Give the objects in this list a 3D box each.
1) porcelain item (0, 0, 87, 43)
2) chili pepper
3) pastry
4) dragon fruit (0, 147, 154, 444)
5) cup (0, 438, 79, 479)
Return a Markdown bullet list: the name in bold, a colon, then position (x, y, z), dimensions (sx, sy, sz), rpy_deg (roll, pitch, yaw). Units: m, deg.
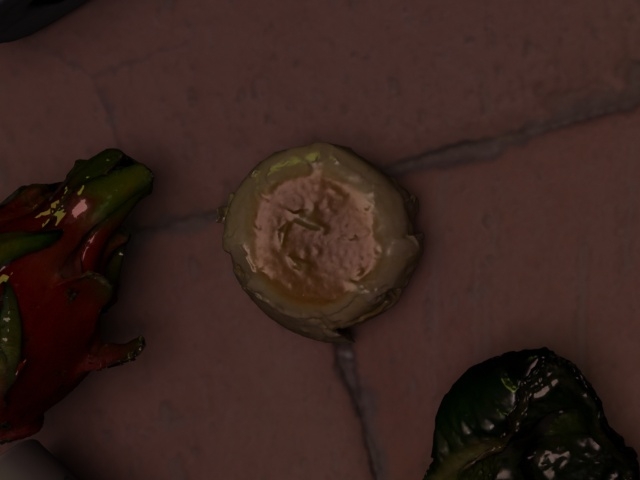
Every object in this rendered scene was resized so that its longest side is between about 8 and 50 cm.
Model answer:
- **porcelain item**: position (-0.303, -0.372, 1.473), dimensions (0.242, 0.178, 0.405), rpy_deg (-30, 87, 12)
- **chili pepper**: position (0.155, 0.207, 1.430), dimensions (0.148, 0.116, 0.265), rpy_deg (13, 100, 41)
- **pastry**: position (0.000, 0.000, 1.464), dimensions (0.165, 0.088, 0.166), rpy_deg (0, 91, 16)
- **dragon fruit**: position (-0.239, 0.048, 1.488), dimensions (0.198, 0.200, 0.269), rpy_deg (42, 68, -1)
- **cup**: position (-0.183, 0.339, 1.452), dimensions (0.317, 0.212, 0.212), rpy_deg (41, 100, 8)
